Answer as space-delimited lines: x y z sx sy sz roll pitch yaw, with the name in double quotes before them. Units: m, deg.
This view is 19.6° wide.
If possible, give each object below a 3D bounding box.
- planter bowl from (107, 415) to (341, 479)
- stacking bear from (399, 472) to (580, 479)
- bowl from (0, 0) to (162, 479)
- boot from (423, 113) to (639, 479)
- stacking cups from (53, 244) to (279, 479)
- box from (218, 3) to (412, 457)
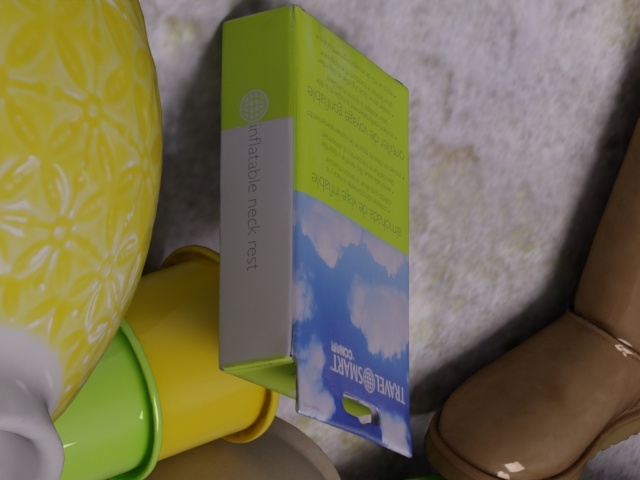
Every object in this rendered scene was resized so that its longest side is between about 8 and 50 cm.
"planter bowl" -0.052 0.149 0.903 0.109 0.162 0.162 -58 159 -45
"stacking bear" 0.045 0.216 1.069 0.289 0.175 0.164 5 120 -43
"bowl" -0.161 0.026 0.563 0.289 0.156 0.289 -25 154 -13
"boot" 0.175 0.005 1.082 0.236 0.089 0.269 -23 139 -51
"stacking cups" -0.171 0.084 0.758 0.316 0.096 0.096 -17 134 -33
"box" 0.000 0.000 0.808 0.109 0.042 0.178 29 57 -56
